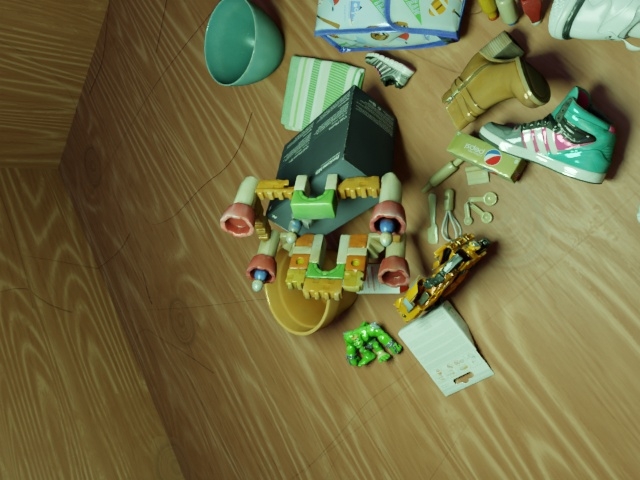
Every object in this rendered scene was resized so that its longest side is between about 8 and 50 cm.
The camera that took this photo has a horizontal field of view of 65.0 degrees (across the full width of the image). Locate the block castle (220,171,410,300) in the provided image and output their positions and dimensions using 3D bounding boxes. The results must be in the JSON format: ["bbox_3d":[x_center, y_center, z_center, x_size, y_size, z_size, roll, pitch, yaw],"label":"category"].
[{"bbox_3d":[0.000,0.000,1.301,0.454,0.303,0.212,0,51,13],"label":"block castle"}]

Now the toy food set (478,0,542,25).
[{"bbox_3d":[0.490,-0.569,1.151,0.233,0.105,0.111,-19,67,26],"label":"toy food set"}]

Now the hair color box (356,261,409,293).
[{"bbox_3d":[0.182,0.113,1.528,0.167,0.053,0.092,-6,92,43],"label":"hair color box"}]

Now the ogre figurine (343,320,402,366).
[{"bbox_3d":[0.145,0.321,1.565,0.118,0.097,0.197,60,148,-2],"label":"ogre figurine"}]

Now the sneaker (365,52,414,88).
[{"bbox_3d":[0.187,-0.487,1.450,0.170,0.063,0.074,35,112,31],"label":"sneaker"}]

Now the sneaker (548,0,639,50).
[{"bbox_3d":[0.625,-0.557,0.978,0.210,0.137,0.365,33,112,29],"label":"sneaker"}]

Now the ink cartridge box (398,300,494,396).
[{"bbox_3d":[0.351,0.302,1.402,0.224,0.056,0.181,51,128,4],"label":"ink cartridge box"}]

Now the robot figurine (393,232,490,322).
[{"bbox_3d":[0.313,0.091,1.298,0.085,0.211,0.291,48,135,21],"label":"robot figurine"}]

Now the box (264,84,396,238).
[{"bbox_3d":[0.032,-0.210,1.454,0.343,0.179,0.312,-31,36,42],"label":"box"}]

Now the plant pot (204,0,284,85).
[{"bbox_3d":[-0.242,-0.676,1.754,0.290,0.196,0.289,6,98,43],"label":"plant pot"}]

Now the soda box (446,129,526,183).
[{"bbox_3d":[0.410,-0.209,1.248,0.181,0.061,0.058,33,99,32],"label":"soda box"}]

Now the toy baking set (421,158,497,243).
[{"bbox_3d":[0.356,-0.104,1.351,0.256,0.030,0.196,-37,69,40],"label":"toy baking set"}]

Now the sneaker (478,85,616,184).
[{"bbox_3d":[0.513,-0.259,1.116,0.296,0.124,0.178,31,119,31],"label":"sneaker"}]

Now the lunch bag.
[{"bbox_3d":[0.194,-0.682,1.316,0.386,0.239,0.327,11,102,27],"label":"lunch bag"}]

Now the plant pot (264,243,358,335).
[{"bbox_3d":[-0.010,0.142,1.613,0.291,0.204,0.290,6,98,44],"label":"plant pot"}]

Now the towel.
[{"bbox_3d":[-0.002,-0.467,1.658,0.325,0.038,0.247,26,111,41],"label":"towel"}]

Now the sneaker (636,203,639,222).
[{"bbox_3d":[0.736,-0.155,0.917,0.319,0.127,0.208,-20,82,34],"label":"sneaker"}]

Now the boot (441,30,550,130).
[{"bbox_3d":[0.395,-0.342,1.183,0.220,0.109,0.283,-44,41,34],"label":"boot"}]
